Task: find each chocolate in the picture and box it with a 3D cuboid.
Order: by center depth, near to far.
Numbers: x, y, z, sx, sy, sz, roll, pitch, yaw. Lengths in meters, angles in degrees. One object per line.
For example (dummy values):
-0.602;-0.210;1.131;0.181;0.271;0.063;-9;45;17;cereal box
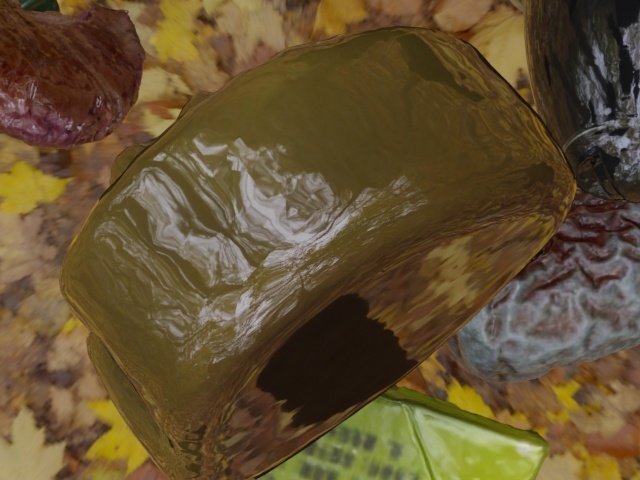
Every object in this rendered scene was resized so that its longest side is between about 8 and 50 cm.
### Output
0.035;0.185;1.295;0.288;0.301;0.137;18;85;8;chocolate

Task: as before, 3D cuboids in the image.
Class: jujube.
0.281;0.046;1.806;0.317;0.226;0.226;-17;95;-5;jujube

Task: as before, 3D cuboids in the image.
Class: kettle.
0.317;-0.176;1.404;0.268;0.207;0.290;-15;51;31;kettle

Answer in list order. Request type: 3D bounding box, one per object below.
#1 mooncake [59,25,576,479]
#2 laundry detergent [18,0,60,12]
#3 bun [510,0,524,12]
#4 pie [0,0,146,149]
0.000;0.000;0.659;0.235;0.235;0.117;-41;71;2;mooncake
-0.418;-0.289;1.813;0.211;0.063;0.137;33;74;33;laundry detergent
0.289;-0.327;1.637;0.222;0.222;0.127;-6;52;-1;bun
-0.218;-0.163;1.087;0.054;0.204;0.219;-35;108;31;pie
